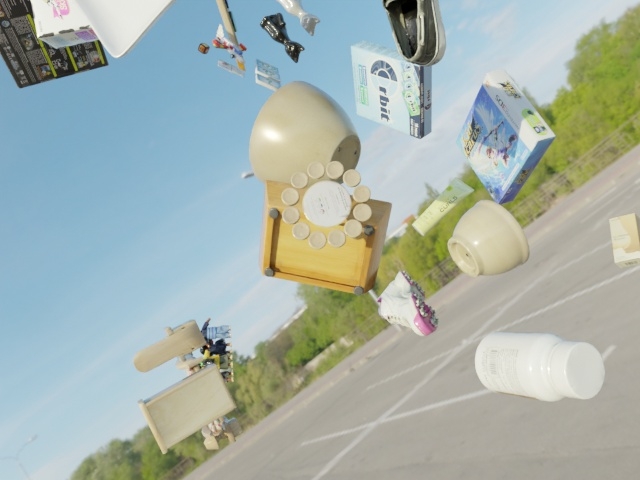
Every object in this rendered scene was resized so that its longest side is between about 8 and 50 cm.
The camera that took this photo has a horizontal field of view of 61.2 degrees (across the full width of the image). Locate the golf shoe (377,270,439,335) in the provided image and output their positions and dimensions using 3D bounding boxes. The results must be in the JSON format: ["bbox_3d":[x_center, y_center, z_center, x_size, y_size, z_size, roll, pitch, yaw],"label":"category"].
[{"bbox_3d":[0.236,0.198,1.503,0.140,0.115,0.306,-41,13,11],"label":"golf shoe"}]

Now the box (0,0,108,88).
[{"bbox_3d":[-0.620,-0.487,1.205,0.216,0.060,0.270,-23,-30,-17],"label":"box"}]

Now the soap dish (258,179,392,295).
[{"bbox_3d":[0.000,0.000,1.241,0.118,0.290,0.229,-74,-6,-60],"label":"soap dish"}]

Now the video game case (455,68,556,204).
[{"bbox_3d":[0.478,-0.268,1.443,0.061,0.244,0.269,-15,-29,-15],"label":"video game case"}]

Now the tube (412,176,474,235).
[{"bbox_3d":[0.430,-0.121,1.933,0.240,0.070,0.062,-44,6,0],"label":"tube"}]

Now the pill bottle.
[{"bbox_3d":[0.430,0.249,1.075,0.131,0.131,0.229,-34,7,-25],"label":"pill bottle"}]

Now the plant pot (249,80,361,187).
[{"bbox_3d":[-0.012,-0.233,1.359,0.284,0.191,0.284,-37,-37,-35],"label":"plant pot"}]

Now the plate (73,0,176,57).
[{"bbox_3d":[-0.317,-0.491,0.942,0.278,0.277,0.045,-41,-17,10],"label":"plate"}]

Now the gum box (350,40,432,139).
[{"bbox_3d":[0.145,-0.310,1.109,0.041,0.184,0.157,-33,-45,-26],"label":"gum box"}]

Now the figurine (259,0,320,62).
[{"bbox_3d":[-0.106,-0.825,2.064,0.092,0.209,0.215,-26,-16,-44],"label":"figurine"}]

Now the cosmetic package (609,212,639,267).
[{"bbox_3d":[0.713,0.000,1.256,0.060,0.115,0.041,-20,-36,41],"label":"cosmetic package"}]

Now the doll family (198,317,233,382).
[{"bbox_3d":[-0.303,0.315,1.513,0.111,0.193,0.076,-3,-32,-9],"label":"doll family"}]

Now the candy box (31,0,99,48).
[{"bbox_3d":[-0.460,-0.484,1.060,0.196,0.165,0.070,-11,2,4],"label":"candy box"}]

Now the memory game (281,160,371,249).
[{"bbox_3d":[0.012,-0.073,1.082,0.186,0.186,0.012,-37,-13,-5],"label":"memory game"}]

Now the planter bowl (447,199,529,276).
[{"bbox_3d":[0.340,0.011,1.140,0.109,0.162,0.162,-32,-10,-13],"label":"planter bowl"}]

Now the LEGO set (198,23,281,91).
[{"bbox_3d":[-0.216,-0.514,1.515,0.060,0.244,0.182,-58,24,31],"label":"LEGO set"}]

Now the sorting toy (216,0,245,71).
[{"bbox_3d":[-0.287,-0.705,1.705,0.041,0.229,0.307,-17,-39,-1],"label":"sorting toy"}]

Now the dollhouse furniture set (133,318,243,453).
[{"bbox_3d":[-0.346,0.349,1.274,0.174,0.303,0.355,-26,4,-25],"label":"dollhouse furniture set"}]

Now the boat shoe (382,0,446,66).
[{"bbox_3d":[0.132,-0.373,0.816,0.070,0.219,0.078,-11,-5,-43],"label":"boat shoe"}]
